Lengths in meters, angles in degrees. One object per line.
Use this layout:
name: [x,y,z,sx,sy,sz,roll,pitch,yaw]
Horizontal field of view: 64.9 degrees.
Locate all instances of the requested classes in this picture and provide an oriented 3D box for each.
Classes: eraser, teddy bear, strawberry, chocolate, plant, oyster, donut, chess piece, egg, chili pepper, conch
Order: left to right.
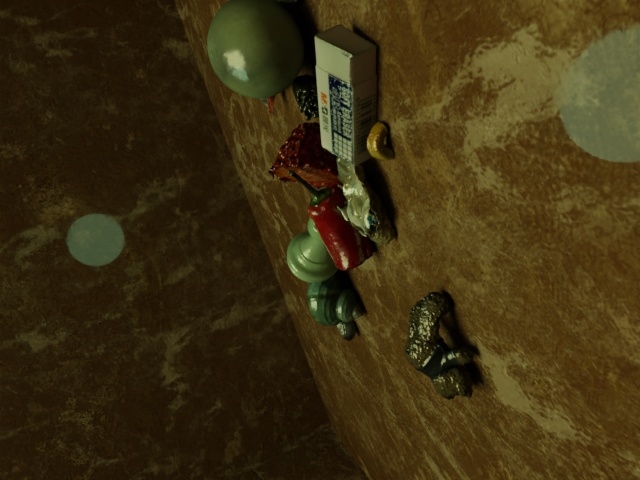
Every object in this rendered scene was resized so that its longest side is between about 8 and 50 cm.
egg: [-0.174,-0.520,1.355,0.352,0.259,0.258,-127,20,-54]
plant: [-0.027,-0.388,1.361,0.143,0.092,0.094,-115,20,-46]
strawberry: [-0.019,-0.247,1.451,0.234,0.234,0.177,159,120,-76]
chess piece: [0.000,0.000,1.675,0.194,0.195,0.299,62,156,22]
chili pepper: [0.031,-0.084,1.441,0.338,0.131,0.134,60,172,-16]
conch: [0.041,0.208,1.841,0.277,0.220,0.195,27,99,35]
chocolate: [0.090,0.315,1.994,0.072,0.072,0.166,118,130,-72]
eraser: [0.060,-0.316,1.130,0.130,0.086,0.287,42,153,32]
oyster: [0.106,-0.115,1.285,0.214,0.083,0.222,52,158,44]
donut: [0.140,-0.218,1.122,0.038,0.067,0.083,-124,50,-60]
teddy bear: [0.261,0.255,1.172,0.182,0.129,0.251,126,121,-75]

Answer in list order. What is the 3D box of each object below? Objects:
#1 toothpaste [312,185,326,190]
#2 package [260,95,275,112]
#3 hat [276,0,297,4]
toothpaste: [0.006,-0.129,1.706,0.089,0.057,0.234,60,172,23]
package: [-0.193,-0.584,1.638,0.223,0.109,0.288,151,100,-74]
hat: [-0.080,-0.658,1.219,0.122,0.081,0.166,-53,-34,-54]
